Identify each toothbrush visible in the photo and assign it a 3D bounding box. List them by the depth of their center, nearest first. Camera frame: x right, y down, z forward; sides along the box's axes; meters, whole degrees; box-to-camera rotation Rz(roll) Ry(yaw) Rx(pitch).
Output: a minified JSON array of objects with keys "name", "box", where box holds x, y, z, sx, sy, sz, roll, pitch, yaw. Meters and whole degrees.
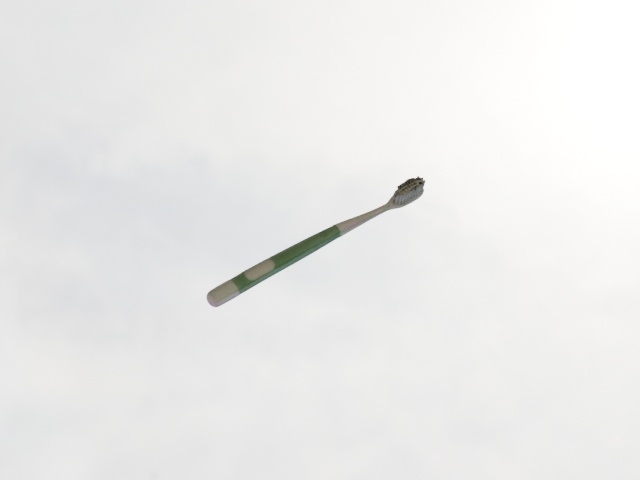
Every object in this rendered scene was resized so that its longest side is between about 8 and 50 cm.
[{"name":"toothbrush","box":[0.000,0.000,1.579,0.257,0.024,0.018,-29,-115,-26]}]
